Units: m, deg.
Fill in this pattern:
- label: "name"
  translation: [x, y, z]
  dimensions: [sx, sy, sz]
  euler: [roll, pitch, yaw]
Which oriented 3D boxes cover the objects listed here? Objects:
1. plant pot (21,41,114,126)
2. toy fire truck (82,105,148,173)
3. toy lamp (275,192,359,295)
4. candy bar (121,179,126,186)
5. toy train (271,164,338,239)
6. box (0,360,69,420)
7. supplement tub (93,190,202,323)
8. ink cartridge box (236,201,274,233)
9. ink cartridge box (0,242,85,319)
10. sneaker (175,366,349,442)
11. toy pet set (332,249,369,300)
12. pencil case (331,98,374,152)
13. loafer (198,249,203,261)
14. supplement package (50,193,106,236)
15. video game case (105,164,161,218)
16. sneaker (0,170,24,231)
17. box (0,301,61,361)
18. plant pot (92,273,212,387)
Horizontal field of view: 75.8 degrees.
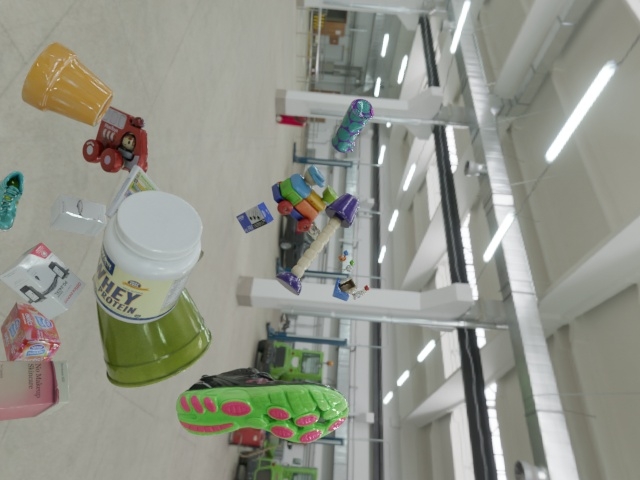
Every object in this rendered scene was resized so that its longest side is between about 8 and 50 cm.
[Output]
- label: "plant pot"
  translation: [-0.751, -0.454, 1.254]
  dimensions: [0.205, 0.187, 0.205]
  euler: [-45, -153, 31]
- label: "toy fire truck"
  translation: [-0.850, -0.422, 1.755]
  dimensions: [0.169, 0.302, 0.254]
  euler: [-2, 115, -64]
- label: "toy lamp"
  translation: [0.000, 0.000, 0.988]
  dimensions: [0.275, 0.080, 0.080]
  euler: [-52, 169, -18]
- label: "candy bar"
  translation: [-0.805, -0.169, 1.664]
  dimensions: [0.040, 0.018, 0.162]
  euler: [-26, -123, 54]
- label: "toy train"
  translation: [-0.009, -0.095, 1.142]
  dimensions: [0.248, 0.143, 0.105]
  euler: [42, 24, -41]
- label: "box"
  translation: [-0.941, 0.469, 1.291]
  dimensions: [0.232, 0.126, 0.149]
  euler: [23, 39, -56]
- label: "supplement tub"
  translation: [-0.460, 0.049, 1.101]
  dimensions: [0.325, 0.235, 0.236]
  euler: [-53, -158, 40]
- label: "ink cartridge box"
  translation: [-0.309, -0.104, 1.920]
  dimensions: [0.207, 0.046, 0.097]
  euler: [-19, -76, 50]
- label: "ink cartridge box"
  translation: [-0.658, 0.098, 0.985]
  dimensions: [0.150, 0.063, 0.109]
  euler: [57, 12, -28]
- label: "sneaker"
  translation: [-0.158, 0.440, 1.175]
  dimensions: [0.202, 0.482, 0.185]
  euler: [-76, 170, -71]
- label: "toy pet set"
  translation: [0.062, 0.109, 1.091]
  dimensions: [0.122, 0.065, 0.114]
  euler: [60, -18, 20]
- label: "pencil case"
  translation: [0.085, -0.301, 1.096]
  dimensions: [0.152, 0.070, 0.065]
  euler: [129, -23, -57]
- label: "loafer"
  translation: [-0.589, 0.080, 1.821]
  dimensions: [0.056, 0.148, 0.050]
  euler: [52, -14, 34]
- label: "supplement package"
  translation: [-0.991, -0.100, 1.687]
  dimensions: [0.105, 0.179, 0.105]
  euler: [-36, -123, 29]
- label: "video game case"
  translation: [-0.640, -0.129, 1.428]
  dimensions: [0.212, 0.023, 0.194]
  euler: [86, 25, -70]
- label: "sneaker"
  translation: [-1.191, -0.155, 1.556]
  dimensions: [0.107, 0.110, 0.275]
  euler: [27, 37, -45]
- label: "box"
  translation: [-1.105, 0.358, 1.566]
  dimensions: [0.128, 0.256, 0.123]
  euler: [33, 90, -48]
- label: "plant pot"
  translation: [-0.597, 0.240, 1.413]
  dimensions: [0.366, 0.366, 0.353]
  euler: [-86, 167, -70]
